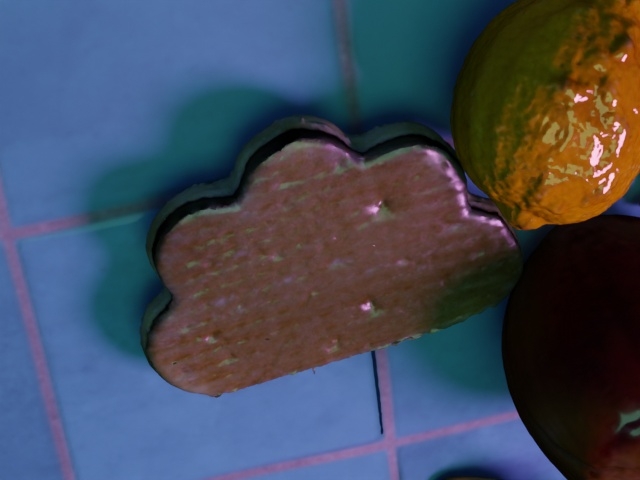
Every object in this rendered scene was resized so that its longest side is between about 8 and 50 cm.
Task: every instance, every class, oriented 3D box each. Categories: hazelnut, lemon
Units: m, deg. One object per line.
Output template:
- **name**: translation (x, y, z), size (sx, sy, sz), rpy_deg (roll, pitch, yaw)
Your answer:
- **hazelnut**: translation (0.223, 0.079, 1.256), size (0.208, 0.208, 0.208), rpy_deg (-5, 119, -9)
- **lemon**: translation (0.163, -0.097, 1.159), size (0.142, 0.142, 0.187), rpy_deg (17, 104, -20)

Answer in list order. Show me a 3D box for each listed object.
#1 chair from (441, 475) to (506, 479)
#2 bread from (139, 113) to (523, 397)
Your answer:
- **chair**: translation (0.204, 0.293, 1.374), size (0.246, 0.172, 0.159), rpy_deg (20, 113, -29)
- **bread**: translation (0.000, 0.000, 1.223), size (0.286, 0.056, 0.207), rpy_deg (-14, 123, -4)
